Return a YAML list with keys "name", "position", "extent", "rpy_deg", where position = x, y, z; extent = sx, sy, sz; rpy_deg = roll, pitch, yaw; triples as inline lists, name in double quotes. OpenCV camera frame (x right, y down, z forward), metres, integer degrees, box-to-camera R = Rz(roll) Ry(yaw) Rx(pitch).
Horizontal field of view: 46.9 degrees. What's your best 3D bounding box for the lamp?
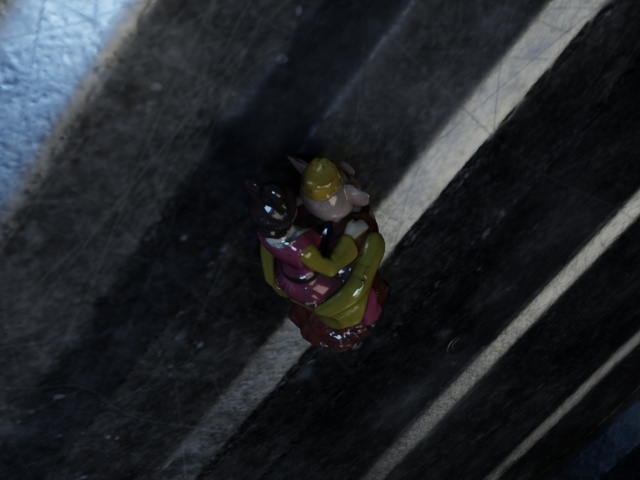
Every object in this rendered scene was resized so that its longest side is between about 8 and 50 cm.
- name: "lamp"
  position: [0.000, 0.000, 0.645]
  extent: [0.118, 0.118, 0.253]
  rpy_deg: [-30, 142, -9]
